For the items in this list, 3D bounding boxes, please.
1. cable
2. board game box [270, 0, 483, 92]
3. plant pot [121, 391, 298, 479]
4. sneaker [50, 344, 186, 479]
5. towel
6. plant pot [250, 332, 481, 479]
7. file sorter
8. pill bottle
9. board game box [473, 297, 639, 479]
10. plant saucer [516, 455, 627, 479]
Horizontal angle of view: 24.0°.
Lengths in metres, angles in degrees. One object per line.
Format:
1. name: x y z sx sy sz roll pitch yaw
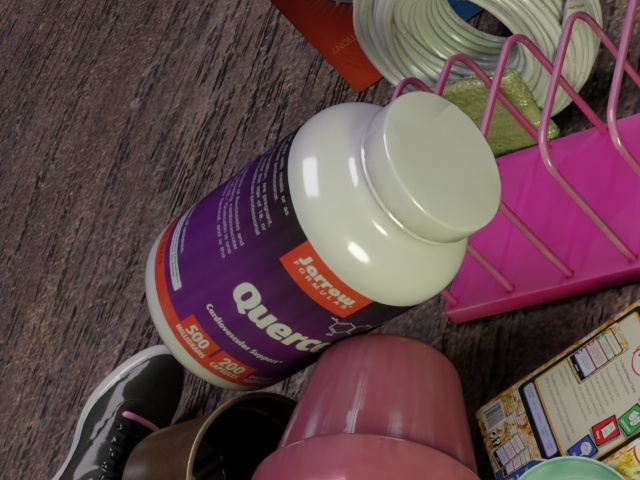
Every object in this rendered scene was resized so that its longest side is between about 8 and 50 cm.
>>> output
1. cable: 0.159 -0.226 1.540 0.257 0.257 0.089 18 58 19
2. board game box: 0.041 -0.354 1.786 0.242 0.316 0.064 -33 33 23
3. plant pot: -0.096 0.234 1.421 0.165 0.167 0.167 -17 40 53
4. sneaker: -0.212 0.255 1.592 0.295 0.104 0.147 -56 33 -5
5. towel: 0.169 -0.128 1.560 0.148 0.110 0.027 -9 39 47
6. plant pot: 0.046 0.185 1.241 0.201 0.201 0.180 -25 37 32
7. file sorter: 0.207 -0.080 1.380 0.291 0.182 0.202 -17 41 40
8. pill bottle: 0.000 0.000 1.301 0.323 0.181 0.181 -33 30 44
9. board game box: 0.227 0.143 1.222 0.193 0.045 0.146 -36 31 16
10. plant saucer: 0.194 0.224 1.144 0.119 0.021 0.119 -5 78 25
